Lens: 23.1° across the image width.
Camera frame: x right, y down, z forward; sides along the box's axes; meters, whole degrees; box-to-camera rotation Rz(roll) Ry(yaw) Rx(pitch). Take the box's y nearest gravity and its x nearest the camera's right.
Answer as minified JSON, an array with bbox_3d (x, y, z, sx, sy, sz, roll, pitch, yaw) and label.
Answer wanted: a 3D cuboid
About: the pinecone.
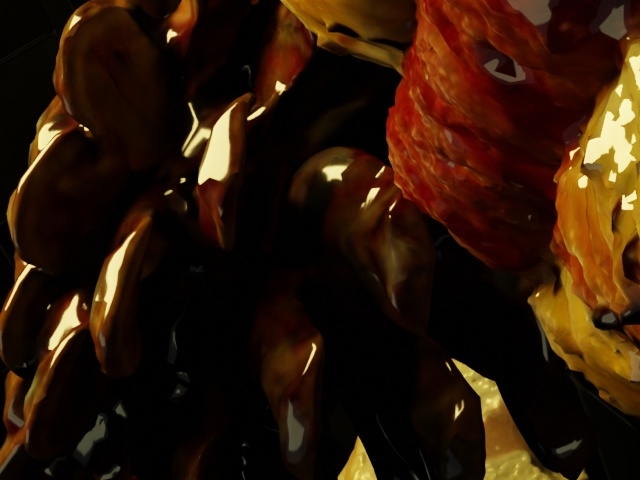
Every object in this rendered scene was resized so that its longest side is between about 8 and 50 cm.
[{"bbox_3d":[0.000,0.000,0.838,0.398,0.397,0.398,54,168,17],"label":"pinecone"}]

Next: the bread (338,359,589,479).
[{"bbox_3d":[0.107,0.229,1.291,0.183,0.211,0.224,39,154,37],"label":"bread"}]

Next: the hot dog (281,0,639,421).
[{"bbox_3d":[0.117,-0.086,0.507,0.367,0.196,0.365,55,165,-2],"label":"hot dog"}]
